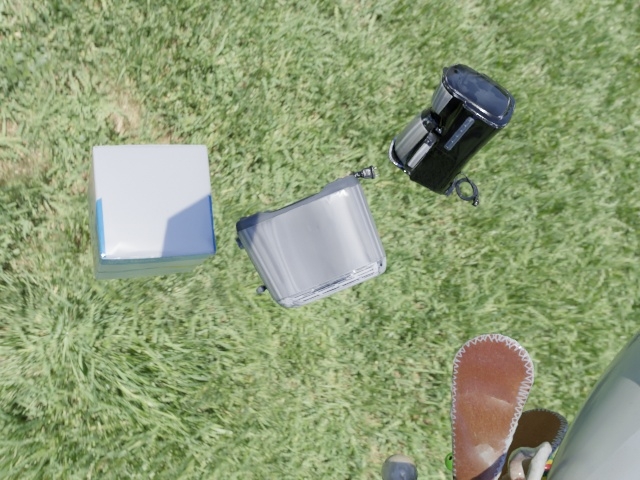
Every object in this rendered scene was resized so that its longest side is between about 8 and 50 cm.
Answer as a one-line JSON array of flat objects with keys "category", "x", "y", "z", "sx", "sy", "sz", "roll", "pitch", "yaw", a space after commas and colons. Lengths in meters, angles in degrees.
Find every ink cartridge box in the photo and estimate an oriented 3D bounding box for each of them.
[{"category": "ink cartridge box", "x": -0.277, "y": -0.038, "z": 1.083, "sx": 0.168, "sy": 0.233, "sz": 0.171, "roll": -4, "pitch": 81, "yaw": -21}]

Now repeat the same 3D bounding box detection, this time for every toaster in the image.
[{"category": "toaster", "x": 0.000, "y": 0.000, "z": 0.976, "sx": 0.227, "sy": 0.129, "sz": 0.146, "roll": -22, "pitch": 94, "yaw": 2}]

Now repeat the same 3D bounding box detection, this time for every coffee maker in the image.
[{"category": "coffee maker", "x": 0.222, "y": -0.165, "z": 1.062, "sx": 0.171, "sy": 0.178, "sz": 0.120, "roll": 18, "pitch": 52, "yaw": -17}]

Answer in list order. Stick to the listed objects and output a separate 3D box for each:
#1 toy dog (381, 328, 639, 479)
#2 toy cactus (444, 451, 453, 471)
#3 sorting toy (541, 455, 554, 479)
[{"category": "toy dog", "x": 0.171, "y": 0.103, "z": 0.441, "sx": 0.334, "sy": 0.220, "sz": 0.161, "roll": -16, "pitch": 56, "yaw": 0}, {"category": "toy cactus", "x": 0.299, "y": 0.375, "z": 1.050, "sx": 0.219, "sy": 0.112, "sz": 0.180, "roll": 37, "pitch": 79, "yaw": 10}, {"category": "sorting toy", "x": 0.448, "y": 0.475, "z": 1.361, "sx": 0.274, "sy": 0.132, "sz": 0.046, "roll": 27, "pitch": 50, "yaw": -46}]
